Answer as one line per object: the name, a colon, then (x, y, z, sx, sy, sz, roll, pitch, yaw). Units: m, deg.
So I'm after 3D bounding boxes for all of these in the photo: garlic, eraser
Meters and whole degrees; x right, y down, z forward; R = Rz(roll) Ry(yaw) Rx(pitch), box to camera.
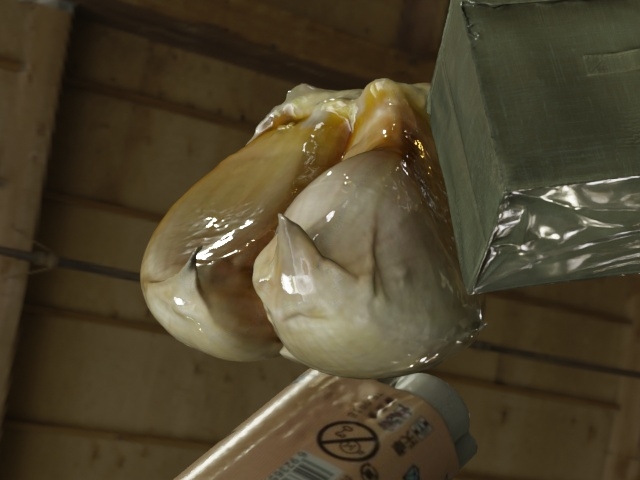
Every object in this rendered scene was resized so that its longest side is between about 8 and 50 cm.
garlic: (0.000, 0.000, 1.151, 0.313, 0.286, 0.249, -69, -9, -50)
eraser: (-0.010, 0.196, 1.190, 0.290, 0.171, 0.087, -35, -40, -47)

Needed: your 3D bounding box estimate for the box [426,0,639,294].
box: (0.201, -0.074, 0.930, 0.231, 0.155, 0.149, -6, -116, -7)
